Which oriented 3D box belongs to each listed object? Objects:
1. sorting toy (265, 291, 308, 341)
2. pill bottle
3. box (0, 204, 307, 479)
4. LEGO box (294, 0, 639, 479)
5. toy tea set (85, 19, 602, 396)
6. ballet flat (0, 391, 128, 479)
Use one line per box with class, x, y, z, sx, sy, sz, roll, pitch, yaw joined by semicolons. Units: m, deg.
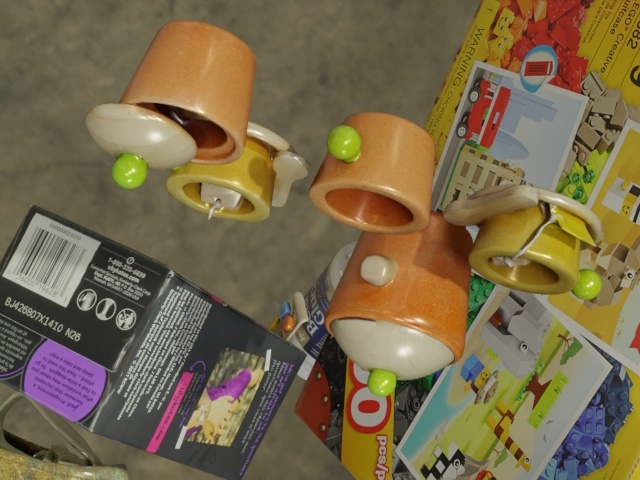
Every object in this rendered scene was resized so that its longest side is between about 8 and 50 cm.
sorting toy;-0.036;0.087;1.318;0.012;0.083;0.062;36;107;-22
pill bottle;0.024;0.081;1.462;0.094;0.094;0.169;-13;154;-34
box;-0.155;0.097;1.207;0.143;0.165;0.270;-62;152;-7
LEGO box;0.233;0.039;1.169;0.193;0.372;0.500;12;109;-39
toy tea set;0.000;0.000;0.852;0.336;0.200;0.124;24;68;-22
ballet flat;-0.342;0.186;1.369;0.123;0.349;0.123;-60;169;-19
